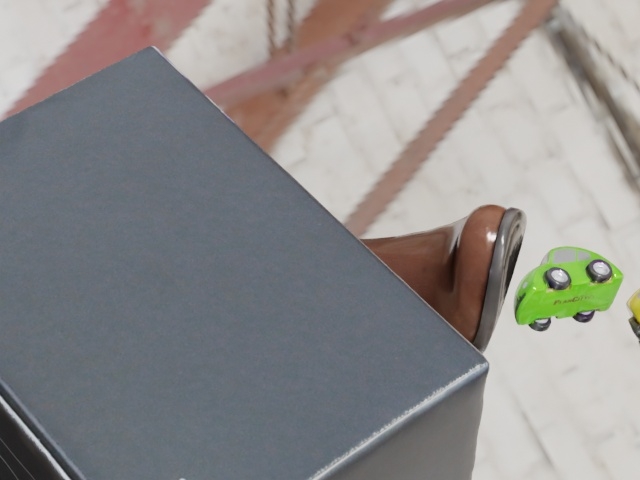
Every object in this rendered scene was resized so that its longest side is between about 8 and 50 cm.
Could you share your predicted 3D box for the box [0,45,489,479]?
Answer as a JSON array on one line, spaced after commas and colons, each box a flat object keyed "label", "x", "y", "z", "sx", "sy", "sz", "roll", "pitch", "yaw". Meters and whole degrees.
[{"label": "box", "x": -0.089, "y": 0.144, "z": 1.055, "sx": 0.293, "sy": 0.212, "sz": 0.395, "roll": 44, "pitch": -28, "yaw": 29}]

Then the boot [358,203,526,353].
[{"label": "boot", "x": 0.000, "y": 0.000, "z": 1.350, "sx": 0.280, "sy": 0.096, "sz": 0.264, "roll": 21, "pitch": -16, "yaw": -2}]

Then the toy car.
[{"label": "toy car", "x": 0.260, "y": 0.025, "z": 1.547, "sx": 0.239, "sy": 0.225, "sz": 0.053, "roll": 106, "pitch": -32, "yaw": -44}]
